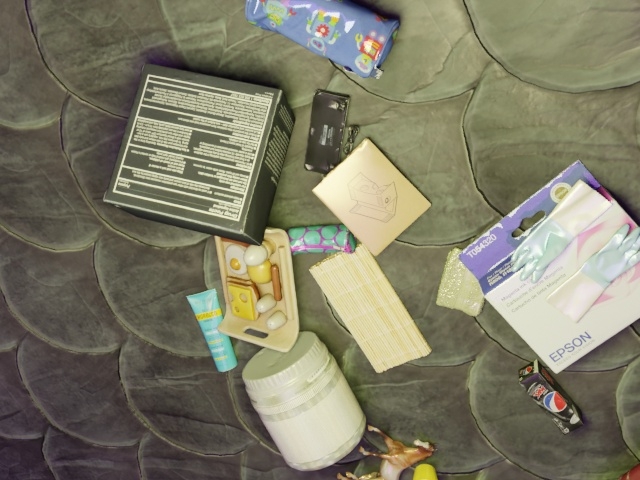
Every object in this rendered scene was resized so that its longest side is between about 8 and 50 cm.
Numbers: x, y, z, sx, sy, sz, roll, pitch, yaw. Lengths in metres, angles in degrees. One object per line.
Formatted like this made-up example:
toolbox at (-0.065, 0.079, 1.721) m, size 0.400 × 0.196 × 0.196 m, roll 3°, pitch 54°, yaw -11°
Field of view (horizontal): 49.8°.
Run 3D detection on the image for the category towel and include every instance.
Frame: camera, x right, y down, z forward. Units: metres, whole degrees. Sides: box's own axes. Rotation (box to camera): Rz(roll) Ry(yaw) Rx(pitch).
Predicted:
towel at (0.319, 0.092, 1.518) m, size 0.110 × 0.027 × 0.148 m, roll 17°, pitch 116°, yaw 8°

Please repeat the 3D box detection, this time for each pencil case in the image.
pencil case at (0.000, 0.000, 1.539) m, size 0.151 × 0.070 × 0.064 m, roll -2°, pitch 125°, yaw 17°
pencil case at (0.001, -0.419, 1.335) m, size 0.306 × 0.119 × 0.133 m, roll 26°, pitch 127°, yaw 3°

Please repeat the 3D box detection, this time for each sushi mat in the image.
sushi mat at (0.116, 0.161, 1.605) m, size 0.151 × 0.019 × 0.316 m, roll -27°, pitch 103°, yaw 24°

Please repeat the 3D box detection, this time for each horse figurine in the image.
horse figurine at (0.154, 0.575, 1.735) m, size 0.174 × 0.066 × 0.263 m, roll 22°, pitch 109°, yaw -14°

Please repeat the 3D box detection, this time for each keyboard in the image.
keyboard at (0.027, -0.223, 1.465) m, size 0.108 × 0.023 × 0.180 m, roll 16°, pitch 116°, yaw 15°

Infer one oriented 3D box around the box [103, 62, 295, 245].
box at (-0.238, -0.168, 1.406) m, size 0.296 × 0.183 × 0.294 m, roll 14°, pitch 82°, yaw 10°

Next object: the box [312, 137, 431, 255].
box at (0.109, -0.092, 1.469) m, size 0.164 × 0.021 × 0.201 m, roll -43°, pitch 100°, yaw 9°

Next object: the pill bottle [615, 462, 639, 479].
pill bottle at (0.733, 0.628, 1.525) m, size 0.224 × 0.224 × 0.392 m, roll 38°, pitch 117°, yaw -3°

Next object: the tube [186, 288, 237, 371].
tube at (-0.264, 0.224, 1.720) m, size 0.080 × 0.052 × 0.207 m, roll -16°, pitch 101°, yaw 10°

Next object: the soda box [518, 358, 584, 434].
soda box at (0.520, 0.354, 1.556) m, size 0.053 × 0.060 × 0.169 m, roll -39°, pitch 98°, yaw 24°

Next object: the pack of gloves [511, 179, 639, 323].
pack of gloves at (0.506, 0.031, 1.350) m, size 0.195 × 0.046 × 0.232 m, roll 38°, pitch 111°, yaw 0°

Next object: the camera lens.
camera lens at (-0.035, 0.382, 1.626) m, size 0.219 × 0.219 × 0.274 m, roll -21°, pitch 106°, yaw 22°

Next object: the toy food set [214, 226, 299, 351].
toy food set at (-0.173, 0.096, 1.573) m, size 0.220 × 0.092 × 0.306 m, roll 10°, pitch 117°, yaw 33°

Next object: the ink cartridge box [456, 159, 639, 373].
ink cartridge box at (0.509, 0.063, 1.419) m, size 0.330 × 0.071 × 0.324 m, roll 45°, pitch 111°, yaw -8°

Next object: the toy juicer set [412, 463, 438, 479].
toy juicer set at (0.353, 0.692, 1.710) m, size 0.329 × 0.089 × 0.209 m, roll 20°, pitch 119°, yaw -4°
